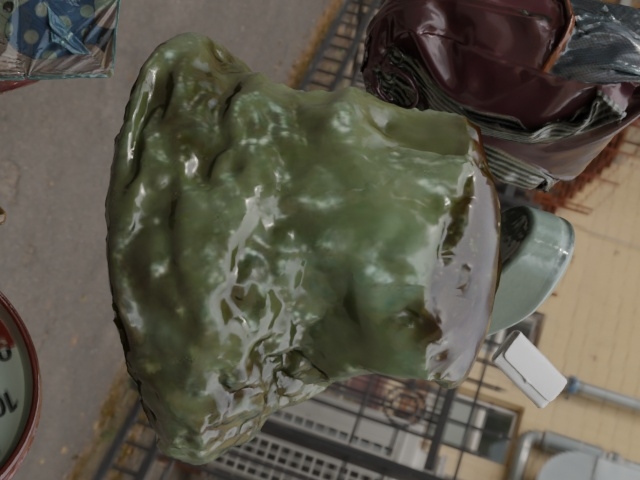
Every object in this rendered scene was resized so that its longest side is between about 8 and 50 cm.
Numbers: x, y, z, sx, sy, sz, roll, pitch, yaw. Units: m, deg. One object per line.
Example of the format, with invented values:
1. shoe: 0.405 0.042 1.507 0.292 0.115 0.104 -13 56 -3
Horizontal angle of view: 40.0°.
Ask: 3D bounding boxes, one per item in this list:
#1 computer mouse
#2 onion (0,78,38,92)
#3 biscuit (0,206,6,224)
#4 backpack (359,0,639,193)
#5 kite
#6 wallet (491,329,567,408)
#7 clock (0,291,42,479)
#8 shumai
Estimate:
1. computer mouse: 0.165 0.053 0.914 0.231 0.079 0.128 -37 -162 23
2. onion: -0.702 -0.412 1.741 0.347 0.348 0.285 -45 136 -69
3. biscuit: -0.551 -0.051 1.271 0.034 0.215 0.182 -62 166 26
4. backpack: 0.203 -0.188 1.019 0.283 0.318 0.197 112 -10 -67
5. kite: -0.337 -0.291 1.004 0.335 0.011 0.314 -42 134 -4
6. wallet: 0.300 0.186 1.262 0.061 0.122 0.025 -48 -156 -5
7. clock: -0.453 0.156 0.933 0.080 0.318 0.318 -27 -151 45
8. shumai: 0.000 0.000 0.800 0.324 0.324 0.397 58 32 -66
